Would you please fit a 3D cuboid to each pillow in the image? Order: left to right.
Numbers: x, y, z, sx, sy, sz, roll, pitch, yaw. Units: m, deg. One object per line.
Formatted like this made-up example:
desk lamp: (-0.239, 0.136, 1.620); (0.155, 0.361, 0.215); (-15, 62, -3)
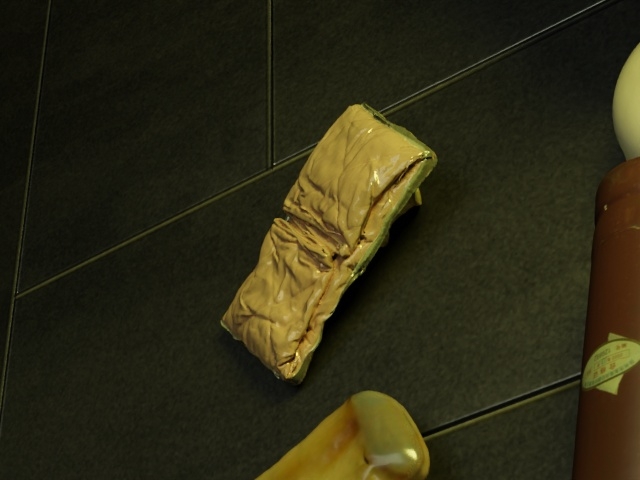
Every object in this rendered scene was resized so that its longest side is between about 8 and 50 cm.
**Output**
pillow: (0.000, 0.000, 1.237); (0.232, 0.043, 0.126); (-59, 36, 9)

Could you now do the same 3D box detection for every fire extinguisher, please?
fire extinguisher: (0.214, 0.109, 0.918); (0.114, 0.135, 0.337); (4, 61, 12)

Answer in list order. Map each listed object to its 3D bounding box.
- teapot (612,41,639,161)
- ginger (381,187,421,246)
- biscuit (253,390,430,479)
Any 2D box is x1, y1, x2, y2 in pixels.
teapot: (0.284, -0.111, 1.051); (0.226, 0.092, 0.145); (-44, 51, 2)
ginger: (0.067, -0.038, 1.238); (0.048, 0.030, 0.097); (-6, 64, 55)
biscuit: (-0.014, 0.268, 1.060); (0.290, 0.062, 0.237); (-42, 42, 11)
